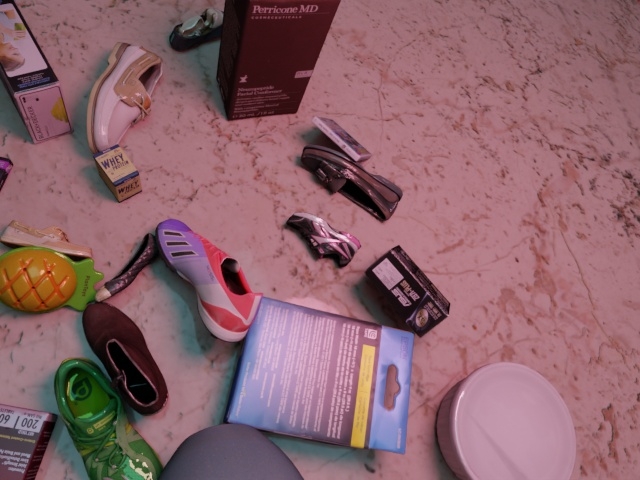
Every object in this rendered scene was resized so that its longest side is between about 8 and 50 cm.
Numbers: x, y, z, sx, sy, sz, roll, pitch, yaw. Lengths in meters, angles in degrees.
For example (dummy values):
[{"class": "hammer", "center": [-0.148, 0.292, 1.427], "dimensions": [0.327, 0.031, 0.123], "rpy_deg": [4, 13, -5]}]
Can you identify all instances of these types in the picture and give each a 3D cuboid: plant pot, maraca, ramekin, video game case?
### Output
[{"class": "plant pot", "center": [-0.151, 0.416, 0.776], "dimensions": [0.290, 0.290, 0.195], "rpy_deg": [-3, 46, -17]}, {"class": "maraca", "center": [-0.506, 0.076, 0.900], "dimensions": [0.186, 0.099, 0.127], "rpy_deg": [10, 102, -27]}, {"class": "ramekin", "center": [0.365, 0.393, 0.992], "dimensions": [0.273, 0.127, 0.272], "rpy_deg": [6, 66, -14]}, {"class": "video game case", "center": [0.056, -0.248, 1.183], "dimensions": [0.143, 0.019, 0.157], "rpy_deg": [43, 19, 5]}]

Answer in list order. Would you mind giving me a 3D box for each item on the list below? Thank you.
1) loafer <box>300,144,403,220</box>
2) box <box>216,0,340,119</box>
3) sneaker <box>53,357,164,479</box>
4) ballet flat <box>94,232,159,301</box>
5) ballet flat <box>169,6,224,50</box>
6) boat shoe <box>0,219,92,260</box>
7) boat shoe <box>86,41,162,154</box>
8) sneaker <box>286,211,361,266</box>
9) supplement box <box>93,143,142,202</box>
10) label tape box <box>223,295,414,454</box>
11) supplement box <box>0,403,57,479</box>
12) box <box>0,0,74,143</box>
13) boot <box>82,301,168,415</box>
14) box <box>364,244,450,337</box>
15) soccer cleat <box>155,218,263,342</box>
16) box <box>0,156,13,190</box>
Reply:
[{"class": "loafer", "center": [0.069, -0.137, 1.157], "dimensions": [0.268, 0.096, 0.084], "rpy_deg": [26, 71, -7]}, {"class": "box", "center": [-0.110, -0.434, 1.068], "dimensions": [0.191, 0.381, 0.143], "rpy_deg": [-12, 72, -20]}, {"class": "sneaker", "center": [-0.368, 0.328, 0.816], "dimensions": [0.109, 0.123, 0.295], "rpy_deg": [-34, 80, -26]}, {"class": "ballet flat", "center": [-0.383, 0.054, 0.960], "dimensions": [0.049, 0.057, 0.173], "rpy_deg": [57, 48, -26]}, {"class": "ballet flat", "center": [-0.297, -0.552, 1.242], "dimensions": [0.203, 0.074, 0.074], "rpy_deg": [-39, 82, -26]}, {"class": "boat shoe", "center": [-0.529, -0.003, 0.946], "dimensions": [0.170, 0.063, 0.059], "rpy_deg": [13, 71, -9]}, {"class": "boat shoe", "center": [-0.433, -0.320, 1.081], "dimensions": [0.103, 0.113, 0.302], "rpy_deg": [8, 65, -6]}, {"class": "sneaker", "center": [0.000, 0.000, 1.092], "dimensions": [0.178, 0.072, 0.077], "rpy_deg": [26, 74, 3]}, {"class": "supplement box", "center": [-0.426, -0.140, 1.022], "dimensions": [0.056, 0.083, 0.083], "rpy_deg": [-35, 80, -25]}, {"class": "label tape box", "center": [0.002, 0.268, 0.955], "dimensions": [0.334, 0.106, 0.240], "rpy_deg": [15, 64, -9]}, {"class": "supplement box", "center": [-0.537, 0.389, 0.772], "dimensions": [0.130, 0.073, 0.239], "rpy_deg": [14, 65, -10]}, {"class": "box", "center": [-0.634, -0.372, 1.018], "dimensions": [0.087, 0.169, 0.290], "rpy_deg": [-26, 75, -26]}, {"class": "boot", "center": [-0.342, 0.186, 0.837], "dimensions": [0.090, 0.207, 0.248], "rpy_deg": [-33, 79, -25]}, {"class": "box", "center": [0.191, 0.104, 1.049], "dimensions": [0.077, 0.147, 0.180], "rpy_deg": [-42, 82, 15]}, {"class": "soccer cleat", "center": [-0.216, 0.046, 0.938], "dimensions": [0.109, 0.116, 0.318], "rpy_deg": [8, 34, -51]}, {"class": "box", "center": [-0.704, -0.104, 0.960], "dimensions": [0.116, 0.029, 0.162], "rpy_deg": [13, 66, -10]}]
